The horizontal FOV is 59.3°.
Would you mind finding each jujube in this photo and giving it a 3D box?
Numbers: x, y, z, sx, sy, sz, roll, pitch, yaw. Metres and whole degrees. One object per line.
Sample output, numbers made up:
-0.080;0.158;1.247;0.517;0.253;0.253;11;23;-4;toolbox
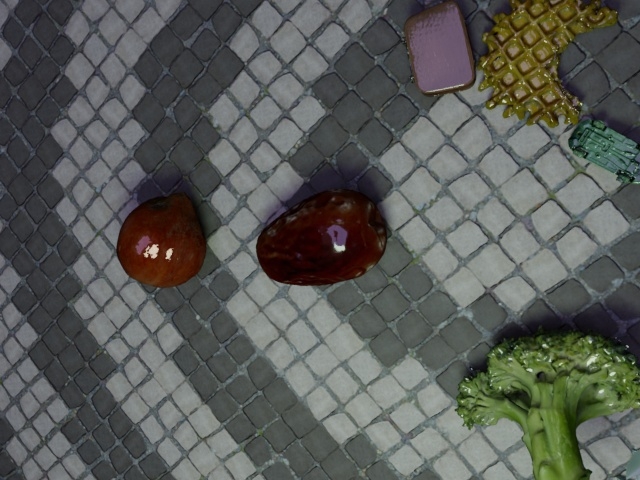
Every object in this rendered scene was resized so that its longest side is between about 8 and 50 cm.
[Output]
0.000;0.000;1.360;0.318;0.223;0.222;-18;91;27;jujube

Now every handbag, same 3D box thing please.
0.268;-0.427;1.280;0.151;0.072;0.193;-14;94;19;handbag

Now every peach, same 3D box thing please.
-0.408;-0.009;1.480;0.232;0.232;0.256;37;105;11;peach

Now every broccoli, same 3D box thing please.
0.510;0.349;1.142;0.275;0.397;0.353;29;102;-13;broccoli

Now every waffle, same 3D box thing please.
0.473;-0.400;1.216;0.260;0.069;0.292;16;100;15;waffle

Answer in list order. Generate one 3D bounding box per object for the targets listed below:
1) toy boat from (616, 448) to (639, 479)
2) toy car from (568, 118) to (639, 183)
0.722;0.521;1.265;0.106;0.034;0.149;-13;93;17;toy boat
0.623;-0.185;1.198;0.186;0.058;0.093;37;107;23;toy car
